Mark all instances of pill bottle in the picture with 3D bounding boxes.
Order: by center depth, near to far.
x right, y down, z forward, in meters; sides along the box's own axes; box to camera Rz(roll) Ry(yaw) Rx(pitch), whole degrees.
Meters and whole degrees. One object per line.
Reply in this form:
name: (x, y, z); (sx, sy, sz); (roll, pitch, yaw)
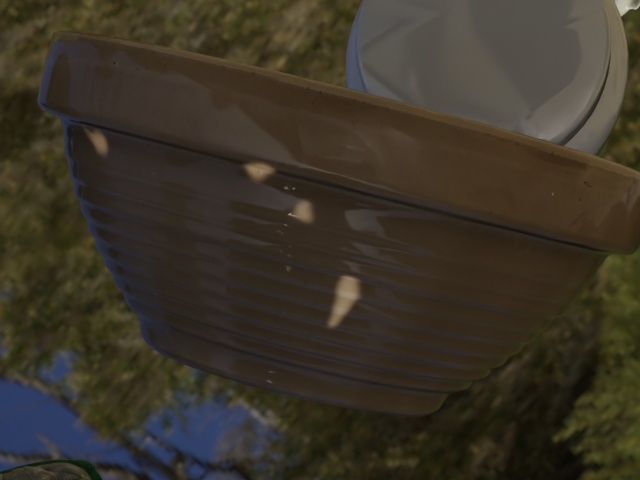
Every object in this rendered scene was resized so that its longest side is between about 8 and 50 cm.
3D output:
pill bottle: (0.095, -0.091, 0.890); (0.153, 0.153, 0.265); (43, -177, 7)

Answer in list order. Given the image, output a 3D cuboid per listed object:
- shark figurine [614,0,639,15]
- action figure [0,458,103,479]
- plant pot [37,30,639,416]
shark figurine: (0.224, -0.249, 1.142); (0.166, 0.278, 0.116); (-10, -135, -36)
action figure: (-0.150, 0.133, 0.613); (0.232, 0.063, 0.137); (-12, -116, -33)
plant pot: (0.000, 0.000, 0.607); (0.237, 0.109, 0.237); (14, -179, 0)
